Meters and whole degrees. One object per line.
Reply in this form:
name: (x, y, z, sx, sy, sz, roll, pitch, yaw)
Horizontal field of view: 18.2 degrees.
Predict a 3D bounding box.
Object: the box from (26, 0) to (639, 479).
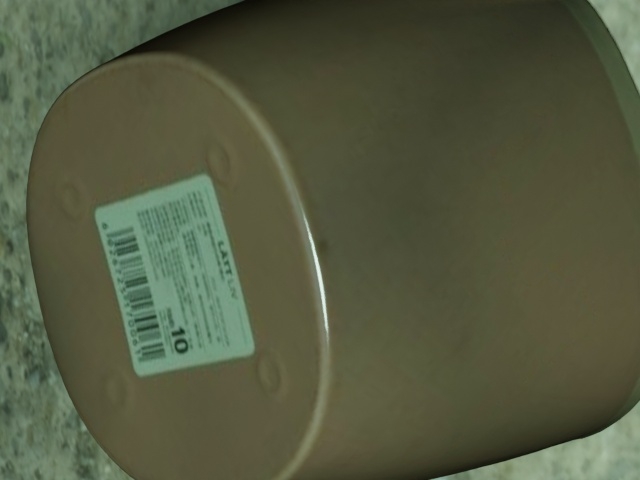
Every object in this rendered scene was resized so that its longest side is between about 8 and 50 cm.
box: (0.000, 0.000, 1.020, 0.301, 0.216, 0.301, 20, 117, 47)
